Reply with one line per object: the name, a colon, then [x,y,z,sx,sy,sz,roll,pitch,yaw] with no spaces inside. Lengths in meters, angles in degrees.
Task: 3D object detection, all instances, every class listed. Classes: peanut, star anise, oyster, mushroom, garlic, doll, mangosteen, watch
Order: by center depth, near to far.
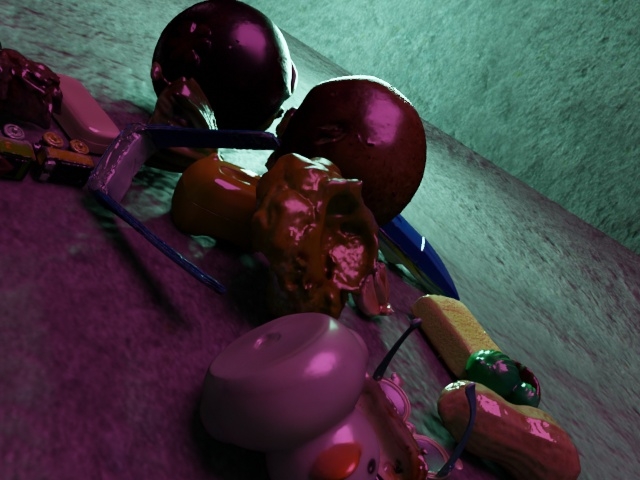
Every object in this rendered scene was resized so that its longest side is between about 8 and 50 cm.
doll: [-0.021,0.208,0.824,0.221,0.221,0.251,25,-3,-23]
oyster: [0.043,0.247,0.956,0.128,0.078,0.345,-18,56,-37]
watch: [-0.223,-0.058,1.034,0.274,0.068,0.276,8,58,17]
star anise: [-0.509,-0.261,1.074,0.223,0.109,0.236,22,15,-18]
peanut: [0.301,0.310,1.122,0.256,0.123,0.123,33,23,-2]
garlic: [0.096,0.093,1.315,0.094,0.074,0.113,67,22,-18]
mushroom: [0.042,-0.163,1.497,0.334,0.356,0.331,23,66,-4]
mangosteen: [-0.196,-0.355,1.520,0.307,0.307,0.347,48,8,28]

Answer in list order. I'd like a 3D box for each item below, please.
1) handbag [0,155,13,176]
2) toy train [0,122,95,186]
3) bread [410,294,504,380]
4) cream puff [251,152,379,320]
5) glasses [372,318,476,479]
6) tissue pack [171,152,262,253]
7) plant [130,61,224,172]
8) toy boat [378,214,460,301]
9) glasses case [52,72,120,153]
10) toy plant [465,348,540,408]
handbag: [-0.505,-0.104,0.798,0.235,0.127,0.213,28,26,-13]
toy train: [-0.431,-0.126,1.033,0.202,0.060,0.081,10,41,-46]
bread: [0.272,0.191,1.375,0.125,0.068,0.188,15,29,-40]
cream puff: [0.000,0.002,1.101,0.185,0.282,0.282,0,22,8]
glasses: [0.130,0.223,0.980,0.088,0.220,0.190,-23,53,-18]
tissue pack: [-0.158,-0.066,1.205,0.178,0.127,0.123,20,29,-31]
plant: [-0.190,-0.174,1.286,0.333,0.180,0.251,26,18,-18]
toy boat: [0.213,0.040,1.583,0.295,0.088,0.129,44,21,-7]
glasses case: [-0.432,-0.228,1.240,0.196,0.050,0.083,48,23,27]
toy plant: [0.328,0.261,1.232,0.143,0.105,0.200,42,2,40]
